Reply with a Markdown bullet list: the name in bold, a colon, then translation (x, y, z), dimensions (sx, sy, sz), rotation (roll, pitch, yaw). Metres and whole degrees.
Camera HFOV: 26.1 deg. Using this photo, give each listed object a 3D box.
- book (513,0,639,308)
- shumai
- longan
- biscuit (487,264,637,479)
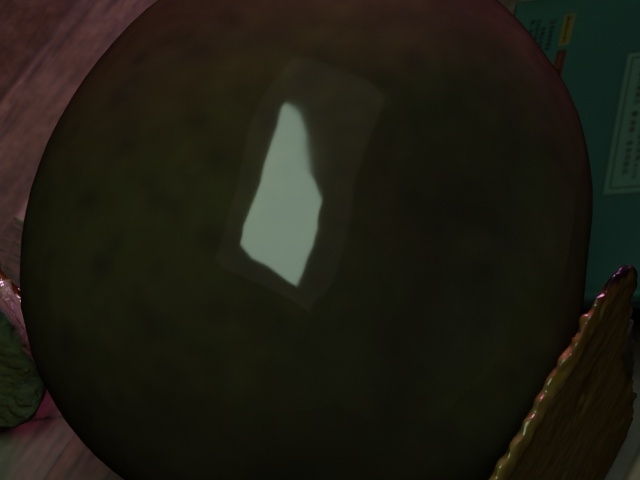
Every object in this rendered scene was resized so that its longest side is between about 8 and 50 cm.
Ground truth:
- **book**: translation (0.277, -0.076, 0.903), dimensions (0.379, 0.031, 0.264), rotation (-2, 60, 34)
- **shumai**: translation (-0.231, 0.063, 0.931), dimensions (0.099, 0.124, 0.087), rotation (-16, 23, 15)
- **longan**: translation (0.000, 0.000, 0.822), dimensions (0.360, 0.361, 0.361), rotation (-1, 64, 2)
- **biscuit**: translation (0.122, 0.154, 0.786), dimensions (0.013, 0.232, 0.237), rotation (25, 66, 25)
